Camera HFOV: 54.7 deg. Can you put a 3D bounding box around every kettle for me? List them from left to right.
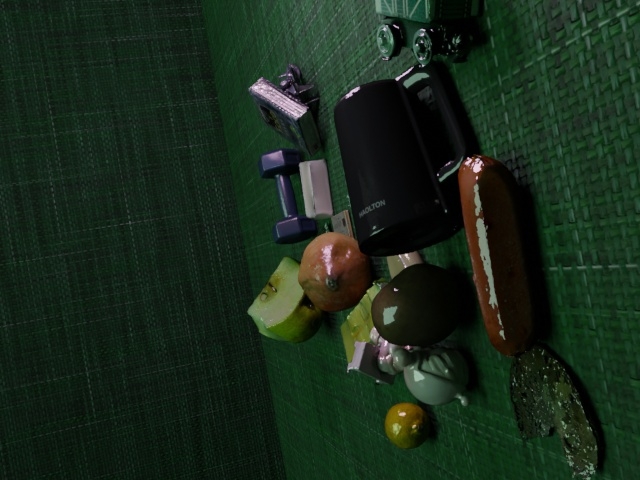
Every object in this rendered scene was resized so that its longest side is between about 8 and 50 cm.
[{"bbox_3d":[0.147,-0.154,1.192,0.262,0.203,0.308,117,143,-67],"label":"kettle"}]

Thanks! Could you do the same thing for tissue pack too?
[{"bbox_3d":[-0.103,-0.376,1.884,0.235,0.073,0.173,39,165,31],"label":"tissue pack"}]

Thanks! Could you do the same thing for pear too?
[{"bbox_3d":[-0.081,0.231,2.152,0.176,0.286,0.282,39,169,-33],"label":"pear"}]

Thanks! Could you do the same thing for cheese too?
[{"bbox_3d":[0.178,0.014,1.429,0.127,0.050,0.235,109,146,-60],"label":"cheese"}]

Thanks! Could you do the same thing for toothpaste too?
[{"bbox_3d":[0.000,0.000,2.036,0.204,0.031,0.049,124,132,-64],"label":"toothpaste"}]

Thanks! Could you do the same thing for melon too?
[{"bbox_3d":[0.146,0.199,1.525,0.323,0.124,0.196,113,142,-52],"label":"melon"}]

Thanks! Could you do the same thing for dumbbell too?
[{"bbox_3d":[-0.117,-0.151,2.135,0.160,0.144,0.325,139,118,-73],"label":"dumbbell"}]

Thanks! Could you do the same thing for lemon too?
[{"bbox_3d":[0.208,0.444,1.483,0.133,0.109,0.109,162,98,-67],"label":"lemon"}]

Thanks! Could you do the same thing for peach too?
[{"bbox_3d":[0.036,0.088,1.660,0.232,0.232,0.232,170,90,-73],"label":"peach"}]

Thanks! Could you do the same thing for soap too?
[{"bbox_3d":[-0.015,-0.159,1.936,0.121,0.064,0.183,-163,65,-72],"label":"soap"}]

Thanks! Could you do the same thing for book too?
[{"bbox_3d":[0.075,0.016,1.825,0.138,0.016,0.198,160,99,-73],"label":"book"}]

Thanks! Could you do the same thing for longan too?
[{"bbox_3d":[0.192,0.132,1.224,0.167,0.187,0.167,163,90,-87],"label":"longan"}]

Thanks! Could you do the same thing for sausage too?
[{"bbox_3d":[0.289,0.022,0.999,0.102,0.102,0.330,175,85,-73],"label":"sausage"}]

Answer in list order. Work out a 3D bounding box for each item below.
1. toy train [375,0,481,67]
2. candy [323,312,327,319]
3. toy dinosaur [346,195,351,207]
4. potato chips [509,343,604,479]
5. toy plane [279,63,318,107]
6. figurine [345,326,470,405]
[{"bbox_3d":[0.176,-0.395,1.093,0.269,0.115,0.154,-129,27,-59],"label":"toy train"},{"bbox_3d":[0.005,0.264,2.187,0.083,0.020,0.030,-6,102,69],"label":"candy"},{"bbox_3d":[0.093,-0.102,1.691,0.083,0.021,0.062,107,142,-64],"label":"toy dinosaur"},{"bbox_3d":[0.370,0.275,1.000,0.220,0.029,0.202,-136,42,-65],"label":"potato chips"},{"bbox_3d":[-0.088,-0.493,1.934,0.212,0.088,0.267,63,180,-40],"label":"toy plane"},{"bbox_3d":[0.196,0.266,1.282,0.257,0.144,0.182,7,142,44],"label":"figurine"}]
